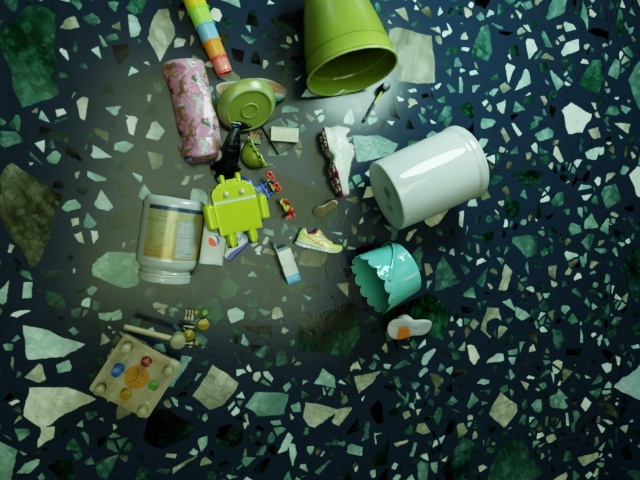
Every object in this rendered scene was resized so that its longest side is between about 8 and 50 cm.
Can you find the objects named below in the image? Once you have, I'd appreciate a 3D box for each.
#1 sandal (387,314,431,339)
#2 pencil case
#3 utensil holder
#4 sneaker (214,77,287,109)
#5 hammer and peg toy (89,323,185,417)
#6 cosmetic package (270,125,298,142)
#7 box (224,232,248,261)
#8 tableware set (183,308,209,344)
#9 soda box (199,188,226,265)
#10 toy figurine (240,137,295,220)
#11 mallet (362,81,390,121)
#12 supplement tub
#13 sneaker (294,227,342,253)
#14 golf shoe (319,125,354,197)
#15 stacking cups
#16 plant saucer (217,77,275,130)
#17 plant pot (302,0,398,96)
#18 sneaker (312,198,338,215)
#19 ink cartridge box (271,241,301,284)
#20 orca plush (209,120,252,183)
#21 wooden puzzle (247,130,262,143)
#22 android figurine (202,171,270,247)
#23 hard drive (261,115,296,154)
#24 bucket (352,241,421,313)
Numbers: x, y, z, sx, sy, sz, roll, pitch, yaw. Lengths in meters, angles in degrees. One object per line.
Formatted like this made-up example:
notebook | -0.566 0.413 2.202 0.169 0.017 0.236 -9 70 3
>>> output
sandal | 0.393 0.390 1.991 0.265 0.076 0.102 7 107 -34
pencil case | -0.491 -0.496 1.674 0.167 0.160 0.386 -14 97 -31
utensil holder | 0.441 -0.260 1.824 0.385 0.327 0.328 -23 99 -9
sneaker | -0.282 -0.570 1.752 0.302 0.121 0.108 -13 60 -28
hammer and peg toy | -0.699 0.482 1.709 0.266 0.127 0.361 32 86 -11
cosmetic package | -0.149 -0.434 1.791 0.115 0.041 0.060 3 94 -13
box | -0.374 -0.006 1.777 0.126 0.072 0.137 -45 102 -6
tableware set | -0.514 0.356 1.798 0.104 0.024 0.154 6 91 -17
soda box | -0.404 -0.048 1.681 0.091 0.098 0.286 7 89 -12
toy figurine | -0.279 -0.198 1.735 0.217 0.191 0.362 -32 99 -4
mallet | 0.239 -0.605 1.902 0.039 0.062 0.190 31 101 -12
supplement tub | -0.570 -0.006 1.652 0.228 0.228 0.316 8 92 -14
sneaker | 0.000 0.000 1.862 0.208 0.081 0.094 13 89 -13
golf shoe | 0.095 -0.339 1.846 0.140 0.115 0.306 -16 98 -15
stacking cups | -0.443 -0.806 1.706 0.096 0.096 0.316 -23 104 -11
plant saucer | -0.280 -0.514 1.694 0.241 0.241 0.037 -23 60 -11
plant pot | 0.084 -0.818 1.711 0.366 0.366 0.353 -12 85 -12
sneaker | 0.025 -0.144 1.882 0.118 0.067 0.042 -23 103 20
ink cartridge box | -0.144 0.086 1.821 0.060 0.104 0.180 -19 98 -11
orca plush | -0.326 -0.316 1.681 0.102 0.151 0.287 41 116 12
wooden puzzle | -0.268 -0.421 1.783 0.083 0.006 0.049 -5 87 -50
android figurine | -0.315 -0.115 1.629 0.248 0.056 0.273 -13 99 -25
hard drive | -0.174 -0.440 1.819 0.094 0.022 0.135 -32 101 -9
bucket | 0.279 0.150 1.845 0.183 0.281 0.281 -25 99 -19
